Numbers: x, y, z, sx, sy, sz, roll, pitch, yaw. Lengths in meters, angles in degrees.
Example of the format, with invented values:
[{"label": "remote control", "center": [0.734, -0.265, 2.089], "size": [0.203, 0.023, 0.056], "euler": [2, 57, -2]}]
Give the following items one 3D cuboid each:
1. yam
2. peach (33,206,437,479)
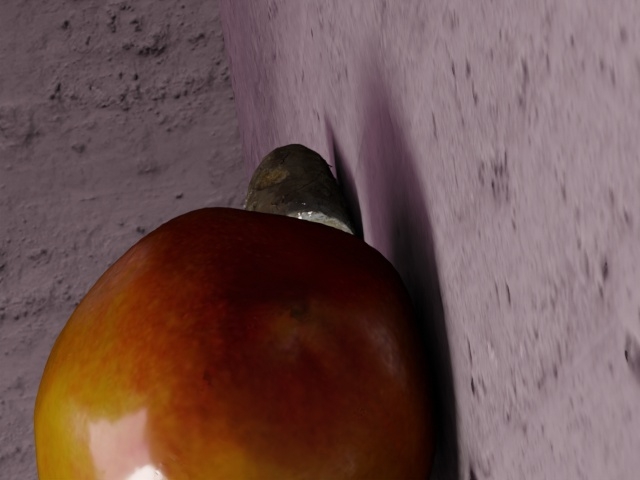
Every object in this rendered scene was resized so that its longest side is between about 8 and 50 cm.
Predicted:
[{"label": "yam", "center": [-0.019, -0.015, 1.612], "size": [0.183, 0.107, 0.107], "euler": [-104, 7, -64]}, {"label": "peach", "center": [-0.055, 0.120, 1.235], "size": [0.332, 0.308, 0.307], "euler": [128, 136, -61]}]
